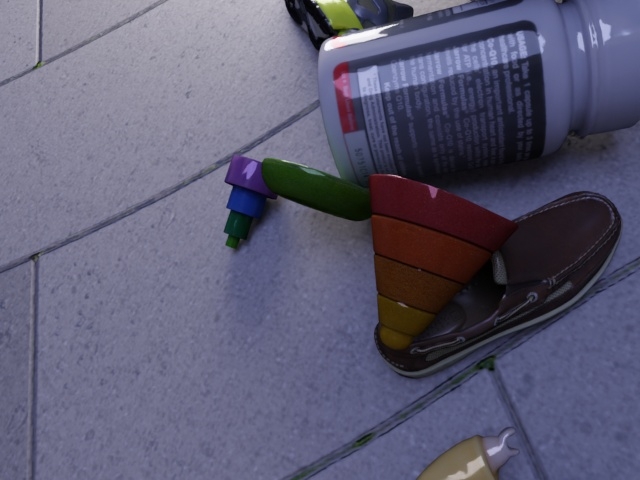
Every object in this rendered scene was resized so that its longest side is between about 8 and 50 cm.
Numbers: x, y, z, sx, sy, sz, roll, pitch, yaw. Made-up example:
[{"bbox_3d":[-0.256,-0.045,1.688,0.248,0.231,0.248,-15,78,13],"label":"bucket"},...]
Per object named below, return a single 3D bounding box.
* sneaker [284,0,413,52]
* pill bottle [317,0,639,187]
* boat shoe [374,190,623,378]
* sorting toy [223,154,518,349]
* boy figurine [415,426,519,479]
[{"bbox_3d":[0.021,-0.345,0.725,0.121,0.111,0.300,-22,62,-7],"label":"sneaker"},{"bbox_3d":[0.152,-0.152,0.532,0.283,0.161,0.161,-8,62,15],"label":"pill bottle"},{"bbox_3d":[0.162,0.034,0.471,0.257,0.095,0.095,-37,58,-2],"label":"boat shoe"},{"bbox_3d":[0.000,0.000,0.508,0.365,0.127,0.126,18,90,50],"label":"sorting toy"},{"bbox_3d":[0.123,0.229,0.390,0.285,0.092,0.177,-1,66,15],"label":"boy figurine"}]
